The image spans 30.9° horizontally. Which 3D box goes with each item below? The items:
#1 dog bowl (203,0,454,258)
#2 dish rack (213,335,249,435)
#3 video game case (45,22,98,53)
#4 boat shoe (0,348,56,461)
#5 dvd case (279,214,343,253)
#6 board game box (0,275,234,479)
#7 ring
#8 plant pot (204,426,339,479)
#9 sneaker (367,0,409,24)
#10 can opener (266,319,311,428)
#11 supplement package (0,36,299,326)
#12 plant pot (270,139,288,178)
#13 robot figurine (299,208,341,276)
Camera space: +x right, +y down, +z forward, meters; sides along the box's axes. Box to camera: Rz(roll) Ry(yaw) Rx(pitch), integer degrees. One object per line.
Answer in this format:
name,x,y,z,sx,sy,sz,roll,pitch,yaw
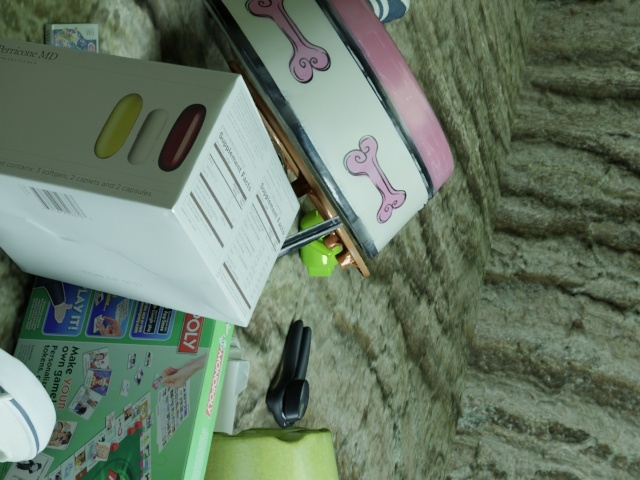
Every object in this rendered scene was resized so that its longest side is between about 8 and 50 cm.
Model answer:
dog bowl,0.011,-0.186,1.396,0.408,0.150,0.408,58,1,-2
dish rack,-0.177,0.268,1.482,0.285,0.072,0.332,16,82,-70
video game case,-0.258,-0.165,1.208,0.087,0.011,0.122,-27,121,-66
boat shoe,-0.341,0.126,0.898,0.367,0.136,0.156,63,38,-53
dvd case,-0.095,0.031,1.373,0.018,0.221,0.164,66,-20,1
board game box,-0.201,0.134,1.123,0.046,0.214,0.317,60,36,-59
ring,-0.036,-0.088,1.526,0.336,0.032,0.336,58,-1,2
plant pot,-0.073,0.351,1.369,0.276,0.276,0.253,16,70,-70
sneaker,0.034,-0.344,1.803,0.350,0.131,0.148,-10,112,-63
can opener,-0.040,0.214,1.852,0.059,0.073,0.186,60,31,-46
supplement package,-0.184,-0.055,1.066,0.204,0.262,0.145,66,41,-54
plant pot,-0.135,-0.061,1.351,0.167,0.165,0.166,7,90,-70
robot figurine,0.000,0.000,1.875,0.101,0.067,0.115,-60,150,-68
